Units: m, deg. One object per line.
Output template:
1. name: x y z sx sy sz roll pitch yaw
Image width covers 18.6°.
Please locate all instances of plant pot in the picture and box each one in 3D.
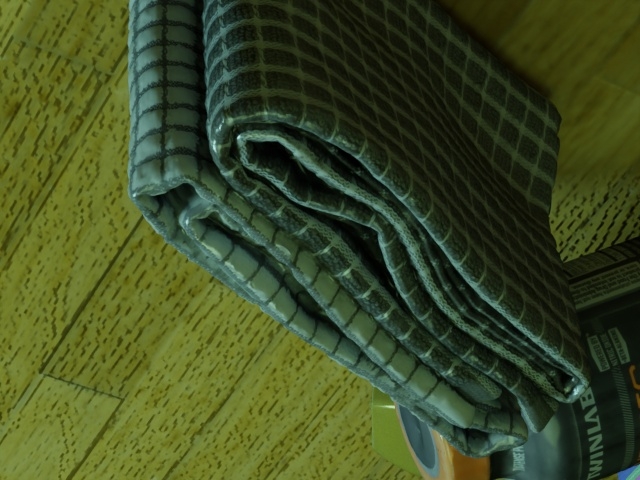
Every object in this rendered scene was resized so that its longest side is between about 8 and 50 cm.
1. plant pot: 0.075 0.106 1.278 0.083 0.081 0.081 2 134 5

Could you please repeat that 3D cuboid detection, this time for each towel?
1. towel: 0.027 -0.043 1.026 0.121 0.235 0.284 -37 126 22

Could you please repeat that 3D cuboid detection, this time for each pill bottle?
1. pill bottle: 0.168 0.073 1.169 0.246 0.130 0.130 -19 135 -12

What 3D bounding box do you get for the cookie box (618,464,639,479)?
1. cookie box: 0.276 0.156 1.362 0.107 0.040 0.092 20 130 -20
